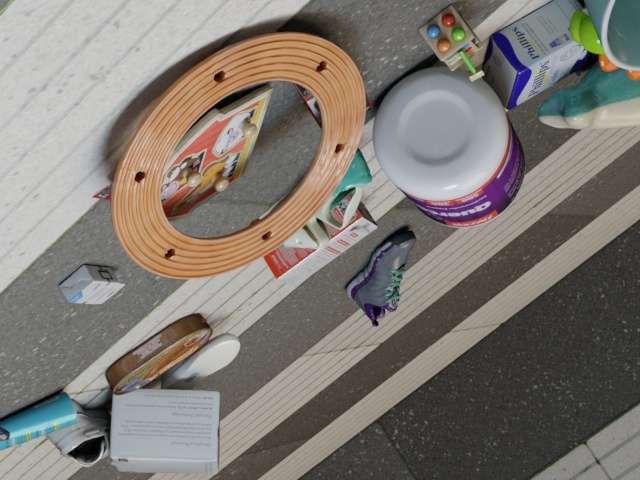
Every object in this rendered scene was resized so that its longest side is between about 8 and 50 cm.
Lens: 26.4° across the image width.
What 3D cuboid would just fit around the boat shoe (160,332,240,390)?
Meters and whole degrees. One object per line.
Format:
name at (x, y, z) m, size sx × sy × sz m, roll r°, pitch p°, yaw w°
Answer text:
boat shoe at (-0.206, 0.197, 2.300) m, size 0.066 × 0.063 × 0.184 m, roll 13°, pitch 137°, yaw -37°

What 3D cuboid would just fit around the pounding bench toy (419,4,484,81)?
pounding bench toy at (0.172, -0.242, 1.712) m, size 0.052 × 0.083 × 0.065 m, roll -37°, pitch 164°, yaw 12°

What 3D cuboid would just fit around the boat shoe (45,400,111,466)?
boat shoe at (-0.392, 0.333, 2.288) m, size 0.096 × 0.088 × 0.267 m, roll -32°, pitch 164°, yaw -6°

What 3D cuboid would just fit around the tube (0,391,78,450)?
tube at (-0.479, 0.295, 2.101) m, size 0.207 × 0.052 × 0.080 m, roll -21°, pitch 154°, yaw -19°

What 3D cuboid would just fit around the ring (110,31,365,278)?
ring at (-0.092, -0.095, 1.553) m, size 0.336 × 0.032 × 0.336 m, roll -27°, pitch 142°, yaw -23°

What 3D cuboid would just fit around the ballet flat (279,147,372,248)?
ballet flat at (-0.007, -0.039, 1.953) m, size 0.083 × 0.087 × 0.247 m, roll -18°, pitch 158°, yaw -44°

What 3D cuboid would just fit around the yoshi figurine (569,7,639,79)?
yoshi figurine at (0.510, -0.344, 1.824) m, size 0.362 × 0.203 × 0.203 m, roll -11°, pitch 169°, yaw -12°

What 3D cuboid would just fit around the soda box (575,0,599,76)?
soda box at (0.394, -0.309, 1.982) m, size 0.053 × 0.060 × 0.169 m, roll -34°, pitch 165°, yaw -17°

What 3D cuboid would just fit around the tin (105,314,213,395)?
tin at (-0.261, 0.184, 2.203) m, size 0.190 × 0.040 × 0.106 m, roll -34°, pitch 168°, yaw 0°

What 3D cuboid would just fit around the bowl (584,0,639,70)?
bowl at (0.417, -0.368, 1.617) m, size 0.311 × 0.163 × 0.311 m, roll -25°, pitch 149°, yaw -16°

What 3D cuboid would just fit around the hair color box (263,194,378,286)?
hair color box at (0.000, 0.000, 2.140) m, size 0.167 × 0.053 × 0.093 m, roll -35°, pitch 163°, yaw 9°

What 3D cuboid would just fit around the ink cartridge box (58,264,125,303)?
ink cartridge box at (-0.297, 0.058, 1.783) m, size 0.048 × 0.028 × 0.083 m, roll -38°, pitch 163°, yaw 15°

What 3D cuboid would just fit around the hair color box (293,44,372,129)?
hair color box at (0.015, -0.180, 1.665) m, size 0.072 × 0.043 × 0.141 m, roll -33°, pitch 163°, yaw 2°

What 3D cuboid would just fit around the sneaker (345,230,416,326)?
sneaker at (0.132, 0.070, 2.508) m, size 0.083 × 0.098 × 0.223 m, roll -22°, pitch 160°, yaw -35°

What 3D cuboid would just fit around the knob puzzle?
knob puzzle at (-0.137, -0.080, 1.595) m, size 0.213 × 0.030 × 0.213 m, roll -42°, pitch 164°, yaw -15°

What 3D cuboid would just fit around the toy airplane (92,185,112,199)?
toy airplane at (-0.194, -0.080, 1.585) m, size 0.151 × 0.028 × 0.151 m, roll -30°, pitch 162°, yaw -11°

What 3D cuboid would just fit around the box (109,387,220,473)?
box at (-0.261, 0.326, 2.316) m, size 0.182 × 0.119 × 0.181 m, roll 2°, pitch 163°, yaw -4°

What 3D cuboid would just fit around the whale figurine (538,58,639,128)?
whale figurine at (0.445, -0.236, 1.975) m, size 0.272 × 0.141 × 0.216 m, roll -15°, pitch -168°, yaw -19°

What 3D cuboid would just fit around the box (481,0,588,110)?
box at (0.307, -0.265, 1.926) m, size 0.137 × 0.072 × 0.126 m, roll -30°, pitch 163°, yaw -10°

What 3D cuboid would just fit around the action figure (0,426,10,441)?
action figure at (-0.490, 0.190, 1.554) m, size 0.341 × 0.178 × 0.330 m, roll -40°, pitch 172°, yaw 28°

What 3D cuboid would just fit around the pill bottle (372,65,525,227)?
pill bottle at (0.191, -0.119, 1.927) m, size 0.181 × 0.181 × 0.323 m, roll -35°, pitch 163°, yaw 7°
